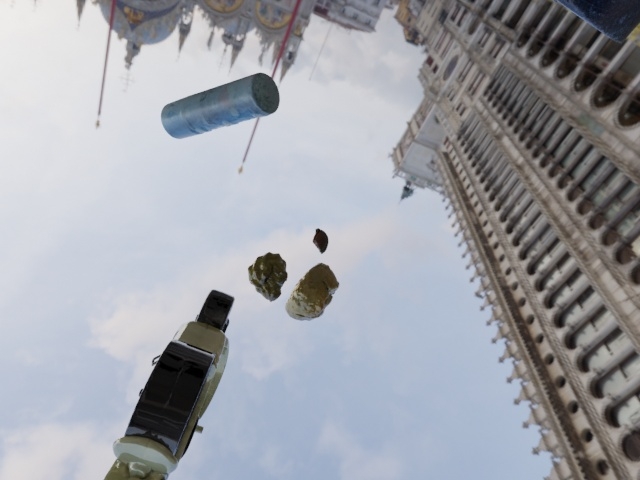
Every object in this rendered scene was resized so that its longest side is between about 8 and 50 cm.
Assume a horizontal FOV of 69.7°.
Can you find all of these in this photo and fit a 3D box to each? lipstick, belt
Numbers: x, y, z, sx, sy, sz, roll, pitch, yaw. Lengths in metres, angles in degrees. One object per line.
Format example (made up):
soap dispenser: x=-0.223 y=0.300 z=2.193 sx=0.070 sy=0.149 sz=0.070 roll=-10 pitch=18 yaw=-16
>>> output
lipstick: x=-0.122 y=-0.157 z=0.545 sx=0.158 sy=0.047 sz=0.048 roll=-3 pitch=-164 yaw=35
belt: x=0.250 y=-0.273 z=0.442 sx=0.190 sy=0.082 sz=0.141 roll=27 pitch=-139 yaw=-12

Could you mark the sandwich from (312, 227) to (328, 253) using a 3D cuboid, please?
sandwich: x=0.002 y=0.004 z=1.789 sx=0.069 sy=0.026 sz=0.101 roll=37 pitch=-135 yaw=-25

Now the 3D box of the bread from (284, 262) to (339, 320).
bread: x=-0.024 y=0.209 z=1.756 sx=0.134 sy=0.244 sz=0.244 roll=32 pitch=-146 yaw=14

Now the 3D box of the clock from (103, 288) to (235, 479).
clock: x=-0.236 y=0.251 z=0.766 sx=0.120 sy=0.276 sz=0.379 roll=22 pitch=-171 yaw=-3

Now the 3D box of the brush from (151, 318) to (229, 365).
brush: x=-0.366 y=0.279 z=1.268 sx=0.027 sy=0.266 sz=0.062 roll=53 pitch=-169 yaw=-36

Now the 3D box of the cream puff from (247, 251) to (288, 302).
cream puff: x=-0.162 y=0.120 z=1.497 sx=0.146 sy=0.146 sz=0.116 roll=1 pitch=-151 yaw=-34
